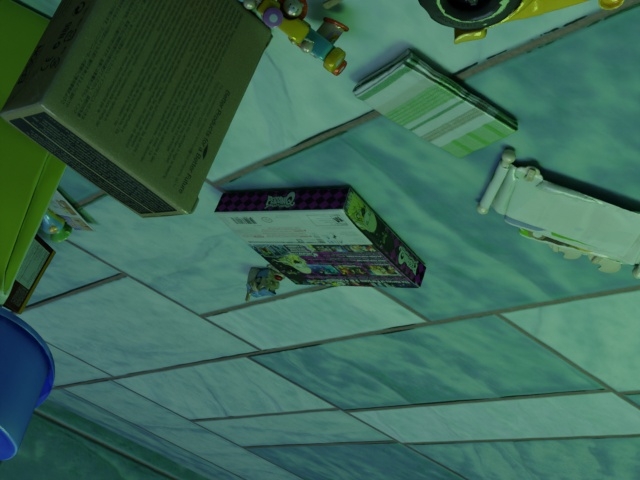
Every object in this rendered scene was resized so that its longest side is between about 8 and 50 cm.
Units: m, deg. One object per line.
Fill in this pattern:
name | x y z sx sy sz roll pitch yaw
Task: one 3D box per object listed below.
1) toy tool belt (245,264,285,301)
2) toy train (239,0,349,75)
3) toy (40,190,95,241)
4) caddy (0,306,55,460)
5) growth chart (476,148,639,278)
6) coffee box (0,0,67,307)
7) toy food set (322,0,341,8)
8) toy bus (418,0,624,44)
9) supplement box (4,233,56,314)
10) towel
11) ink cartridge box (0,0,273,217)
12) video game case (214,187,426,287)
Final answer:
toy tool belt | -0.089 0.073 1.754 0.052 0.051 0.083 35 152 -30
toy train | -0.034 -0.228 1.080 0.166 0.046 0.125 30 -168 -40
toy | -0.480 -0.069 1.759 0.137 0.056 0.237 5 152 29
caddy | -0.468 0.139 1.226 0.341 0.179 0.241 31 129 -27
growth chart | 0.297 -0.022 1.287 0.237 0.021 0.172 21 157 -2
coffee box | -0.494 -0.106 1.342 0.338 0.338 0.334 26 156 -15
toy food set | -0.019 -0.270 1.019 0.122 0.019 0.078 38 151 -23
toy bus | 0.162 -0.260 0.764 0.212 0.149 0.220 -3 146 18
supplement box | -0.582 0.013 1.858 0.191 0.129 0.194 25 167 7
towel | 0.123 -0.143 1.176 0.152 0.023 0.113 28 157 -21
ink cartridge box | -0.176 -0.168 1.091 0.088 0.234 0.193 -5 145 45
video game case | 0.000 0.000 1.541 0.232 0.041 0.210 -1 148 39
